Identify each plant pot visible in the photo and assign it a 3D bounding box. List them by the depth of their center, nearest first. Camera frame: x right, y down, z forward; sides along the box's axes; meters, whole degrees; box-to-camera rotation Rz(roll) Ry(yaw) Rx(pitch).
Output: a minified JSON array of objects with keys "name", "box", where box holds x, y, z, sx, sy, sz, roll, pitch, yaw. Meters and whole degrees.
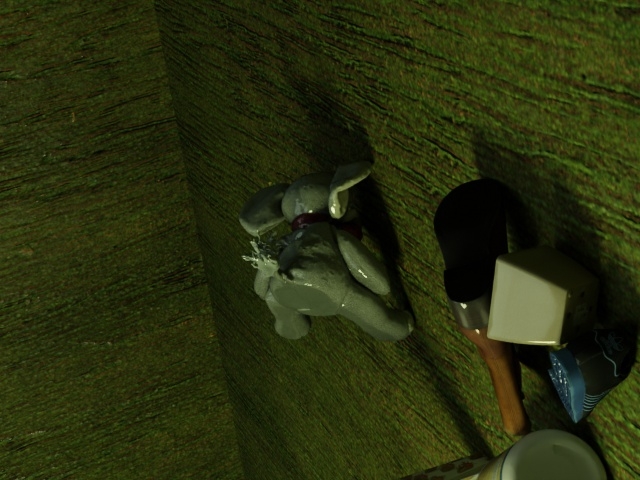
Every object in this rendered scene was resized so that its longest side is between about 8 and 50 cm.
[{"name":"plant pot","box":[0.283,0.075,1.488,0.096,0.109,0.109,19,111,43]}]

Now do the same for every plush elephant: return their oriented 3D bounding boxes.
[{"name":"plush elephant","box":[0.000,0.000,2.098,0.272,0.255,0.330,-5,145,34]}]

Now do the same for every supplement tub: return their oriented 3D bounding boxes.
[{"name":"supplement tub","box":[0.295,0.351,1.660,0.200,0.144,0.144,116,134,-65]}]

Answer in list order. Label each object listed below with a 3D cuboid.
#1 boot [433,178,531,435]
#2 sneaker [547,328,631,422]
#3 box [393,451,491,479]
[{"name":"boot","box":[0.246,0.086,1.655,0.264,0.096,0.280,-93,-19,-48]},{"name":"sneaker","box":[0.338,0.166,1.488,0.232,0.090,0.081,59,-174,-71]},{"name":"box","box":[0.132,0.422,1.920,0.063,0.324,0.067,-142,40,-66]}]
